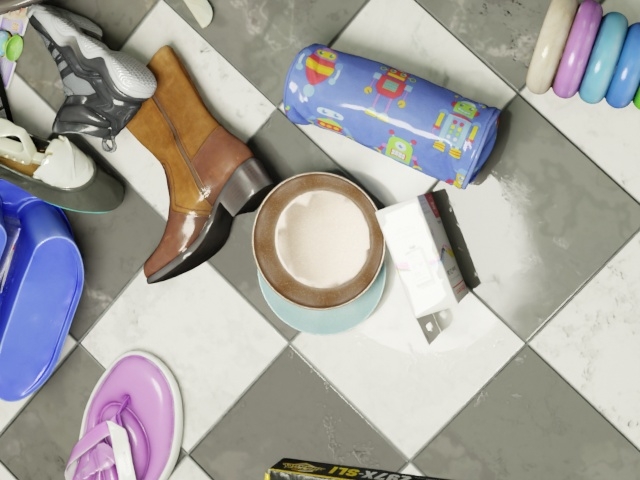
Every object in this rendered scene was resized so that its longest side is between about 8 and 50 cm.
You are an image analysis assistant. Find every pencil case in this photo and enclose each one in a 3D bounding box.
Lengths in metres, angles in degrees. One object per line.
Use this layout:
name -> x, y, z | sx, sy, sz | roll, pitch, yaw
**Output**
pencil case -> 0.094, -0.172, 1.601 | 0.306, 0.119, 0.133 | 22, 142, 13

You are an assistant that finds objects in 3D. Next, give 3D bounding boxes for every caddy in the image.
caddy -> -0.502, 0.077, 1.741 | 0.241, 0.179, 0.341 | 16, 101, -28

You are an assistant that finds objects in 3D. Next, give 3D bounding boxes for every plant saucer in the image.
plant saucer -> 0.005, 0.042, 1.688 | 0.195, 0.037, 0.195 | 1, 95, 16
plant saucer -> 0.000, 0.000, 1.647 | 0.199, 0.036, 0.198 | 1, 95, 15

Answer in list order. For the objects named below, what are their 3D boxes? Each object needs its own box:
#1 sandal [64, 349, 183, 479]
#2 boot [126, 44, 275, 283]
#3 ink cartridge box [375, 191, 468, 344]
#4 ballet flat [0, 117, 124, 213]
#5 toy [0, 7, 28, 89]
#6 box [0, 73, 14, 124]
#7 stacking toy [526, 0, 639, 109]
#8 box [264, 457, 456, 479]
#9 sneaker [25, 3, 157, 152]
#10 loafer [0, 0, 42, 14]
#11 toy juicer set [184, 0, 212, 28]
sandal -> -0.333, 0.372, 1.780 | 0.169, 0.102, 0.416 | 25, 101, 12
boot -> -0.238, -0.106, 1.719 | 0.280, 0.096, 0.264 | 50, 118, 13
ink cartridge box -> 0.151, 0.037, 1.606 | 0.067, 0.115, 0.198 | -20, 90, 16
ballet flat -> -0.423, -0.118, 1.697 | 0.280, 0.096, 0.095 | 19, 57, -4
toy -> -0.581, -0.339, 1.812 | 0.237, 0.056, 0.136 | 21, 99, 13
box -> -0.570, -0.218, 1.783 | 0.147, 0.077, 0.180 | -4, 113, 16
stacking toy -> 0.443, -0.214, 1.496 | 0.330, 0.141, 0.141 | 19, 100, 9
box -> 0.075, 0.469, 1.687 | 0.322, 0.079, 0.257 | 5, 95, 16
sneaker -> -0.371, -0.243, 1.723 | 0.268, 0.101, 0.153 | 39, 109, 26
loafer -> -0.410, -0.424, 1.694 | 0.366, 0.134, 0.130 | -12, 112, 12
toy juicer set -> -0.170, -0.502, 1.663 | 0.209, 0.089, 0.329 | 36, 104, 10
